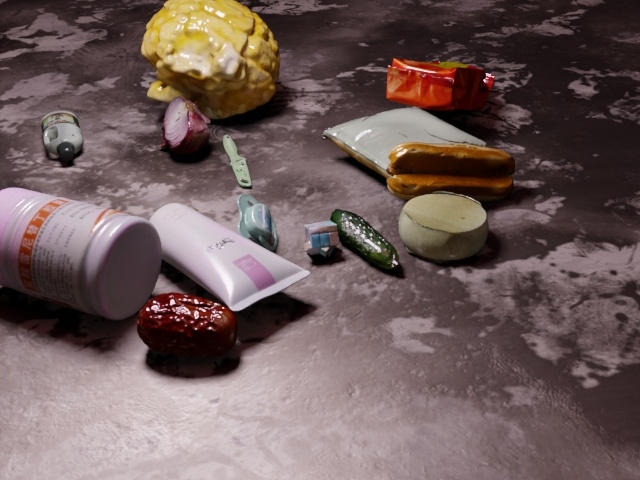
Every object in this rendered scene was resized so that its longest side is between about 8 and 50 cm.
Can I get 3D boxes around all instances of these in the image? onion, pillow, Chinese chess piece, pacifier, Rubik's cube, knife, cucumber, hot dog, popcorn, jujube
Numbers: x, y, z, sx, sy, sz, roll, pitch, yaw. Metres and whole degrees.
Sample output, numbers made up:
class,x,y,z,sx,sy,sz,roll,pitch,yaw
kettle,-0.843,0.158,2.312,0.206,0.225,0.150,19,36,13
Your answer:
class,x,y,z,sx,sy,sz,roll,pitch,yaw
onion,-0.346,-0.283,2.236,0.098,0.151,0.206,20,32,-32
pillow,0.213,-0.237,2.108,0.312,0.119,0.310,-20,35,-29
Chinese chess piece,0.259,-0.029,1.814,0.188,0.083,0.188,1,29,0
pacifier,-0.153,-0.019,1.819,0.116,0.127,0.150,-29,54,27
Rubik's cube,0.002,0.000,1.789,0.075,0.073,0.084,-7,7,4
knife,-0.210,-0.204,2.171,0.043,0.020,0.293,-7,33,-12
cucumber,0.093,-0.001,1.791,0.069,0.069,0.227,-21,41,-28
hot dog,0.300,-0.152,1.943,0.337,0.135,0.100,-1,-1,-22
popcorn,-0.291,-0.519,2.377,0.344,0.354,0.390,1,28,41
jujube,-0.234,0.150,1.521,0.176,0.109,0.112,8,68,10

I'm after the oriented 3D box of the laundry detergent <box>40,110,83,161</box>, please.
class,x,y,z,sx,sy,sz,roll,pitch,yaw
laundry detergent,-0.674,-0.268,2.250,0.099,0.070,0.226,-4,32,-20

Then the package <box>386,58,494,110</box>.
class,x,y,z,sx,sy,sz,roll,pitch,yaw
package,0.330,-0.422,2.326,0.196,0.123,0.423,15,16,21

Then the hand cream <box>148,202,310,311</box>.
class,x,y,z,sx,sy,sz,roll,pitch,yaw
hand cream,-0.206,0.032,1.688,0.185,0.118,0.358,-24,36,-38

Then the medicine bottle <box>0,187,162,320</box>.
class,x,y,z,sx,sy,sz,roll,pitch,yaw
medicine bottle,-0.488,0.022,1.651,0.316,0.202,0.202,12,35,22
